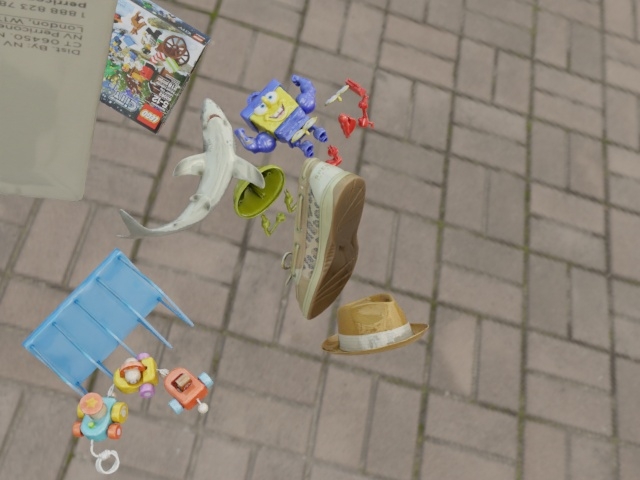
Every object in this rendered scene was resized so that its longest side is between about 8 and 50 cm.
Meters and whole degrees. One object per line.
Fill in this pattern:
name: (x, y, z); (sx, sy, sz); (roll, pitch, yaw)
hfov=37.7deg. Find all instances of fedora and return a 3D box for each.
fedora: (0.086, 0.136, 1.581); (0.194, 0.194, 0.079); (-15, 97, -25)

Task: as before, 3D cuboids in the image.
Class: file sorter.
file sorter: (-0.268, 0.123, 1.210); (0.170, 0.118, 0.104); (-47, 49, -13)

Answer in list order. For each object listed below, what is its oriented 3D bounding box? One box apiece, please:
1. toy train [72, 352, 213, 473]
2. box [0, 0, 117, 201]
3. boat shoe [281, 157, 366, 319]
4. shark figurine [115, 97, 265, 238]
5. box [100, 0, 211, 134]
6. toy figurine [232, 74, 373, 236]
toy train: (-0.217, 0.190, 1.109); (0.166, 0.046, 0.125); (-38, 51, -16)
box: (-0.161, -0.132, 0.437); (0.127, 0.232, 0.148); (6, 69, -17)
boat shoe: (0.000, 0.000, 1.436); (0.089, 0.285, 0.104); (33, 42, 24)
shark figurine: (-0.210, -0.080, 1.587); (0.166, 0.116, 0.278); (37, 85, -8)
box: (-0.296, -0.280, 1.342); (0.233, 0.159, 0.044); (30, 26, -7)
toy figurine: (-0.089, -0.219, 1.954); (0.362, 0.191, 0.217); (-47, 61, -4)
